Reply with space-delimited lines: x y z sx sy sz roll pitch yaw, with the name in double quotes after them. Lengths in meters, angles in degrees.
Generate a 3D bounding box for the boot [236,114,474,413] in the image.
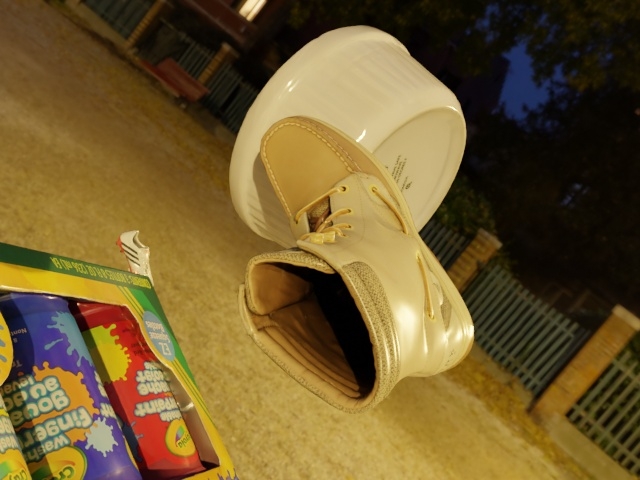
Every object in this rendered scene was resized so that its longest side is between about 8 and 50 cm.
0.000 0.000 0.538 0.262 0.095 0.203 58 24 14 "boot"

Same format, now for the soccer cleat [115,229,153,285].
-0.239 0.026 0.938 0.083 0.036 0.029 65 16 -6 "soccer cleat"

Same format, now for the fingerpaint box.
-0.243 0.199 0.629 0.371 0.163 0.445 62 8 15 "fingerpaint box"

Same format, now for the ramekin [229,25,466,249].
0.043 -0.085 0.780 0.127 0.273 0.273 40 6 28 "ramekin"
